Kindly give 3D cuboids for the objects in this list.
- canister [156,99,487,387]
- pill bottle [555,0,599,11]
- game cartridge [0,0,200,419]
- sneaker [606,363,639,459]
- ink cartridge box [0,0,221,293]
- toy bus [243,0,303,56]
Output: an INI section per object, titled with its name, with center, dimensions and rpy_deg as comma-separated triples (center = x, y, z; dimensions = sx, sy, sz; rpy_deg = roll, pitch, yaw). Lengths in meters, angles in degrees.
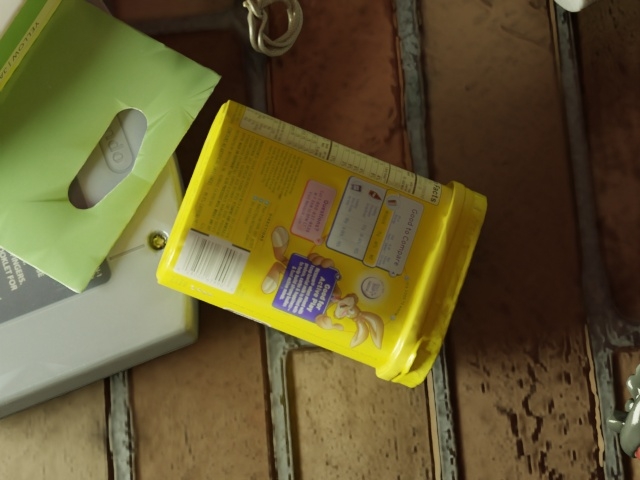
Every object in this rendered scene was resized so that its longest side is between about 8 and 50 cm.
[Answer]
[canister]
center = 0.000, 0.000, 1.190
dimensions = 0.170, 0.073, 0.126
rpy_deg = 22, 74, -7
[pill bottle]
center = 0.241, -0.259, 1.228
dimensions = 0.265, 0.153, 0.153
rpy_deg = -30, 73, -3
[game cartridge]
center = -0.193, -0.044, 1.256
dimensions = 0.198, 0.062, 0.297
rpy_deg = -20, 73, -5
[sneaker]
center = 0.306, 0.074, 1.151
dimensions = 0.276, 0.097, 0.135
rpy_deg = -28, 71, -5
[ink cartridge box]
center = -0.206, -0.097, 1.219
dimensions = 0.235, 0.056, 0.171
rpy_deg = 29, 77, 14
[toy bus]
center = -0.069, -0.250, 1.276
dimensions = 0.104, 0.191, 0.202
rpy_deg = 11, 68, 53
